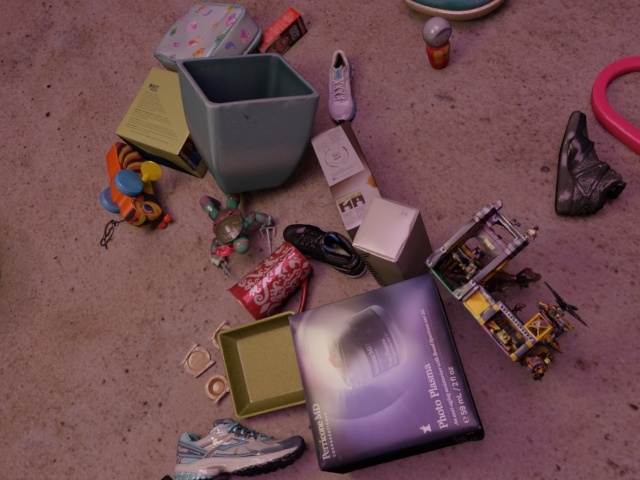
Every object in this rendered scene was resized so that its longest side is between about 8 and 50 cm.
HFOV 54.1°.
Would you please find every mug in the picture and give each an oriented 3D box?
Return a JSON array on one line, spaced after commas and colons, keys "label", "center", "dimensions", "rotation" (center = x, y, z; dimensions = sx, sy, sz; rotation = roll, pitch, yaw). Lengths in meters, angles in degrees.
[{"label": "mug", "center": [-0.096, 0.103, 1.389], "dimensions": [0.169, 0.150, 0.113], "rotation": [-44, 29, -9]}]

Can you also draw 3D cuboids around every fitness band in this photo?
[{"label": "fitness band", "center": [0.721, -0.283, 1.335], "dimensions": [0.209, 0.054, 0.291], "rotation": [-42, 65, 0]}]

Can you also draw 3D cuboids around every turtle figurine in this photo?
[{"label": "turtle figurine", "center": [-0.197, -0.031, 1.449], "dimensions": [0.175, 0.118, 0.234], "rotation": [-27, 58, -1]}]

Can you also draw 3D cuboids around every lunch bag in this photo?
[{"label": "lunch bag", "center": [-0.285, -0.508, 1.613], "dimensions": [0.279, 0.108, 0.224], "rotation": [27, 74, 43]}]

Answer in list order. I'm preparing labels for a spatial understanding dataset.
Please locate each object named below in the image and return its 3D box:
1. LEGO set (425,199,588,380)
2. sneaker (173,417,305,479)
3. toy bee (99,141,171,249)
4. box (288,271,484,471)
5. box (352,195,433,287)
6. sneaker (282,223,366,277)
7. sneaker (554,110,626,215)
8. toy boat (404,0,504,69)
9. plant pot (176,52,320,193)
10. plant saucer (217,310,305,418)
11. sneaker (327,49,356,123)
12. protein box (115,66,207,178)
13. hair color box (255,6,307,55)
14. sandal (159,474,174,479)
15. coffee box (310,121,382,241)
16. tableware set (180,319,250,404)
[{"label": "LEGO set", "center": [0.369, 0.074, 1.181], "dimensions": [0.192, 0.255, 0.331], "rotation": [-45, 57, 13]}, {"label": "sneaker", "center": [-0.171, 0.416, 1.274], "dimensions": [0.282, 0.110, 0.122], "rotation": [-14, 64, 9]}, {"label": "toy bee", "center": [-0.450, -0.091, 1.528], "dimensions": [0.195, 0.162, 0.298], "rotation": [-17, 60, 46]}, {"label": "box", "center": [0.122, 0.258, 1.190], "dimensions": [0.294, 0.183, 0.296], "rotation": [-19, 65, 10]}, {"label": "box", "center": [0.152, 0.022, 1.243], "dimensions": [0.094, 0.275, 0.113], "rotation": [21, 76, 22]}, {"label": "sneaker", "center": [0.000, 0.000, 1.376], "dimensions": [0.216, 0.121, 0.079], "rotation": [25, 77, 22]}, {"label": "sneaker", "center": [0.564, -0.160, 1.310], "dimensions": [0.130, 0.087, 0.228], "rotation": [5, 74, 14]}, {"label": "toy boat", "center": [0.310, -0.575, 1.497], "dimensions": [0.267, 0.148, 0.318], "rotation": [11, 73, 18]}, {"label": "plant pot", "center": [-0.169, -0.252, 1.413], "dimensions": [0.247, 0.252, 0.248], "rotation": [-12, 41, -23]}, {"label": "plant saucer", "center": [-0.109, 0.261, 1.321], "dimensions": [0.188, 0.045, 0.188], "rotation": [-18, 79, 17]}, {"label": "sneaker", "center": [0.044, -0.379, 1.530], "dimensions": [0.071, 0.083, 0.191], "rotation": [-6, 70, 11]}, {"label": "protein box", "center": [-0.359, -0.296, 1.574], "dimensions": [0.199, 0.136, 0.201], "rotation": [20, 77, 21]}, {"label": "hair color box", "center": [-0.105, -0.529, 1.631], "dimensions": [0.141, 0.072, 0.043], "rotation": [-44, 66, -3]}, {"label": "sandal", "center": [-0.126, 0.590, 1.189], "dimensions": [0.445, 0.168, 0.107], "rotation": [36, 57, 16]}, {"label": "coffee box", "center": [0.073, -0.119, 1.391], "dimensions": [0.098, 0.141, 0.247], "rotation": [-23, 66, 5]}, {"label": "tableware set", "center": [-0.223, 0.271, 1.388], "dimensions": [0.141, 0.020, 0.168], "rotation": [-43, 65, -4]}]
